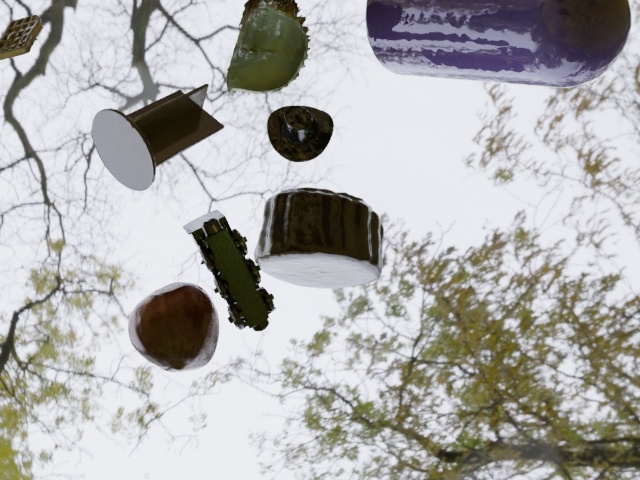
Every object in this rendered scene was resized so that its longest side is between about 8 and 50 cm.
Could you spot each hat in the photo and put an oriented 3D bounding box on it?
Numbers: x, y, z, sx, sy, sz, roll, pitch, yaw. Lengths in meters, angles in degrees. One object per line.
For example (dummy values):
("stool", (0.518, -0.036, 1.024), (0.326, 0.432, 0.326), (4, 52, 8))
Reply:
("hat", (-0.036, -0.188, 1.040), (0.121, 0.050, 0.121), (-3, -117, 7))

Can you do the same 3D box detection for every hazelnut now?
("hazelnut", (-0.277, 0.166, 1.250), (0.182, 0.182, 0.182), (9, -118, -18))

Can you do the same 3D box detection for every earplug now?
("earplug", (0.281, -0.356, 1.039), (0.215, 0.456, 0.215), (-12, -66, -29))

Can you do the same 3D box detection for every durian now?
("durian", (-0.096, -0.379, 1.212), (0.139, 0.252, 0.144), (-24, -113, -39))

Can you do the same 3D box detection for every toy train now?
("toy train", (-0.159, 0.057, 1.143), (0.090, 0.137, 0.226), (-28, -69, -14))

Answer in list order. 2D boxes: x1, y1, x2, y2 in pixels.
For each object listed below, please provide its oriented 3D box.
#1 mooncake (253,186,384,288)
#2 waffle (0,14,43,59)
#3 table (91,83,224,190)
("mooncake", (0.000, 0.000, 1.404), (0.290, 0.290, 0.161), (12, -110, -16))
("waffle", (-0.619, -0.419, 1.320), (0.092, 0.021, 0.135), (-10, -131, 14))
("table", (-0.312, -0.224, 1.282), (0.167, 0.167, 0.226), (45, -131, 4))
